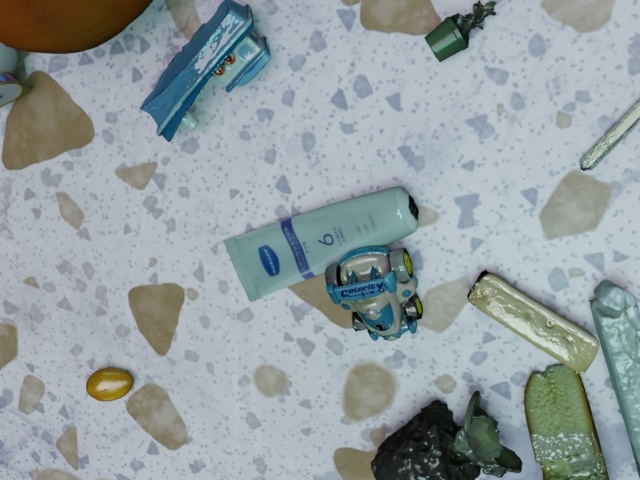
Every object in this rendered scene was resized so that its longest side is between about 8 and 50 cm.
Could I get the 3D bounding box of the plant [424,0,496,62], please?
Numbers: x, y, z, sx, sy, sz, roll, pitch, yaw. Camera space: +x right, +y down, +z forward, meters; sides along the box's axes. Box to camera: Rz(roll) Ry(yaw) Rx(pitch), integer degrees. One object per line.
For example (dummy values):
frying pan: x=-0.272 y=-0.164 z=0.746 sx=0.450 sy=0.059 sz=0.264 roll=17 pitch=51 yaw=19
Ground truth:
plant: x=0.190 y=-0.282 z=0.863 sx=0.102 sy=0.051 sz=0.051 roll=-34 pitch=91 yaw=15

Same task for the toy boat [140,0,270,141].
toy boat: x=-0.168 y=-0.238 z=0.962 sx=0.098 sy=0.109 sz=0.238 roll=36 pitch=114 yaw=-30

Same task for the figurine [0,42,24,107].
figurine: x=-0.588 y=-0.338 z=1.039 sx=0.189 sy=0.142 sz=0.263 roll=-29 pitch=93 yaw=43

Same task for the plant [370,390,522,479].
plant: x=0.183 y=0.314 z=0.954 sx=0.203 sy=0.131 sz=0.142 roll=-41 pitch=85 yaw=19

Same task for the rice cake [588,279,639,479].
rice cake: x=0.437 y=0.216 z=0.892 sx=0.063 sy=0.066 sz=0.336 roll=-19 pitch=97 yaw=11

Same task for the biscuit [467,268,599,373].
biscuit: x=0.297 y=0.111 z=0.914 sx=0.188 sy=0.052 sz=0.056 roll=34 pitch=100 yaw=11

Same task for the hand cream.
hand cream: x=0.000 y=0.000 z=0.991 sx=0.321 sy=0.067 sz=0.109 roll=-20 pitch=97 yaw=27

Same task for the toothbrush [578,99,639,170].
toothbrush: x=0.435 y=-0.198 z=0.814 sx=0.026 sy=0.028 sz=0.294 roll=49 pitch=120 yaw=20

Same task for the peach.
peach: x=-0.384 y=-0.416 z=0.864 sx=0.302 sy=0.343 sz=0.342 roll=-27 pitch=93 yaw=3

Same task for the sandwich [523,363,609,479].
sandwich: x=0.352 y=0.302 z=0.923 sx=0.090 sy=0.088 sz=0.244 roll=-15 pitch=98 yaw=19

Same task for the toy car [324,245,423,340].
toy car: x=0.079 y=0.095 z=0.942 sx=0.126 sy=0.098 sz=0.161 roll=-12 pitch=115 yaw=19

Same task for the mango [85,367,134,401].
mango: x=-0.371 y=0.254 z=1.152 sx=0.089 sy=0.046 sz=0.060 roll=-14 pitch=97 yaw=15
